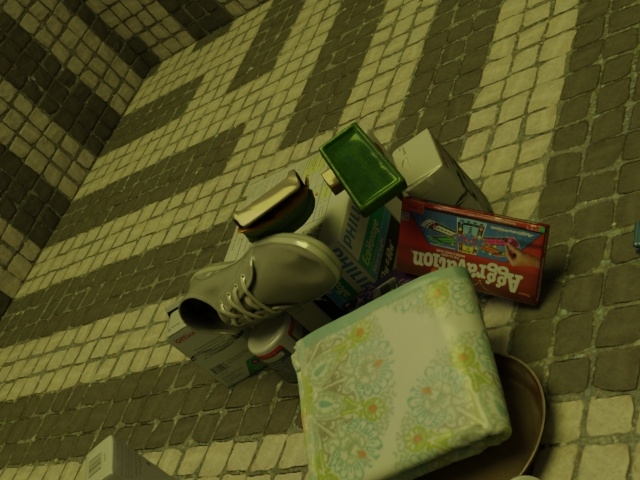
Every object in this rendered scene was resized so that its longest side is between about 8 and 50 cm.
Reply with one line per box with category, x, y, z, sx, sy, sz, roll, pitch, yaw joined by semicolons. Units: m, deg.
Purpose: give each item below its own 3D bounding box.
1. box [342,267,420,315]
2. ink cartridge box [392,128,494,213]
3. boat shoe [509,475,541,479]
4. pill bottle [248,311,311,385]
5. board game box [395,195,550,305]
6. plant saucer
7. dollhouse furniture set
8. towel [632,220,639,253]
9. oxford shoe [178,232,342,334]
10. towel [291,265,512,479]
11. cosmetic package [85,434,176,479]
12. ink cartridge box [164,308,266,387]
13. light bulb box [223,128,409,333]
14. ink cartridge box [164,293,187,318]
box;0.152;0.182;1.762;0.184;0.103;0.261;-39;30;19
ink cartridge box;0.252;-0.094;1.847;0.092;0.219;0.160;-36;31;17
boat shoe;0.265;0.476;1.258;0.102;0.108;0.301;119;159;-54
pill bottle;-0.050;0.230;1.878;0.108;0.180;0.108;-33;31;23
board game box;0.270;0.015;1.689;0.281;0.145;0.027;14;19;31
plant saucer;0.240;0.325;1.519;0.310;0.050;0.311;-33;32;24
dollhouse furniture set;0.004;-0.051;1.746;0.301;0.197;0.151;-36;73;0
towel;0.575;-0.018;1.529;0.119;0.029;0.067;-18;40;41
oxford shoe;-0.125;0.098;1.786;0.449;0.169;0.130;-20;31;47
towel;0.123;0.249;1.567;0.374;0.090;0.321;-30;50;24
cosmetic package;-0.369;0.512;1.892;0.085;0.231;0.117;-40;31;12
ink cartridge box;-0.222;0.218;2.088;0.153;0.208;0.087;-31;33;25
light bulb box;0.000;0.000;2.053;0.361;0.225;0.358;-22;37;35
ink cartridge box;-0.221;0.120;2.255;0.165;0.065;0.332;-31;-3;26
